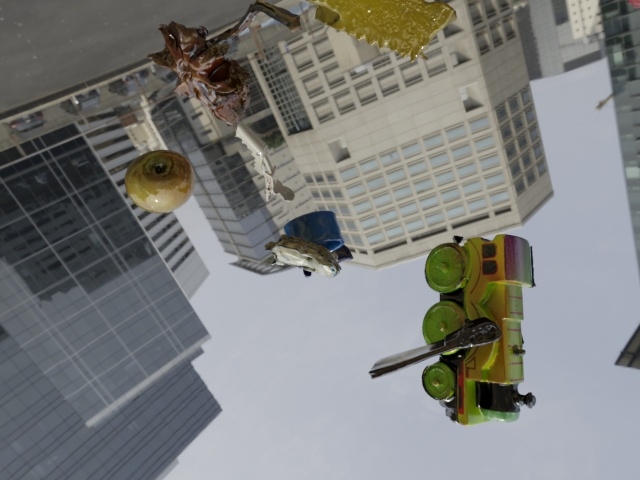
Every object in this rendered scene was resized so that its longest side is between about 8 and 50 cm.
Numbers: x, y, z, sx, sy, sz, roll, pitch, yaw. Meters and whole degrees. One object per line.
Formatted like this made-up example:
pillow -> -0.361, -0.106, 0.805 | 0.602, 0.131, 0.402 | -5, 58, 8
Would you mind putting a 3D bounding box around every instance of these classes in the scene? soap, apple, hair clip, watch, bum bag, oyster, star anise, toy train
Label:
soap -> 0.110, -0.582, 1.000 | 0.305, 0.169, 0.338 | -5, -141, -38
apple -> -0.442, -0.159, 1.128 | 0.183, 0.182, 0.155 | -36, 167, -28
hair clip -> -0.108, -0.151, 0.826 | 0.072, 0.225, 0.034 | 11, -120, 18
watch -> -0.009, -0.003, 1.240 | 0.196, 0.171, 0.200 | -22, 163, -14
bum bag -> 0.137, 0.130, 0.501 | 0.160, 0.026, 0.109 | -23, 168, 11
oyster -> -0.039, 0.037, 1.067 | 0.215, 0.083, 0.223 | 15, 170, -11
star anise -> -0.181, -0.339, 0.779 | 0.347, 0.237, 0.148 | -15, -136, 35
toy train -> 0.242, 0.133, 0.624 | 0.101, 0.295, 0.161 | 12, 167, -37

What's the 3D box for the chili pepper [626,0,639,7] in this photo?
chili pepper -> 0.692, -0.480, 0.702 | 0.253, 0.136, 0.144 | 22, -172, 42
